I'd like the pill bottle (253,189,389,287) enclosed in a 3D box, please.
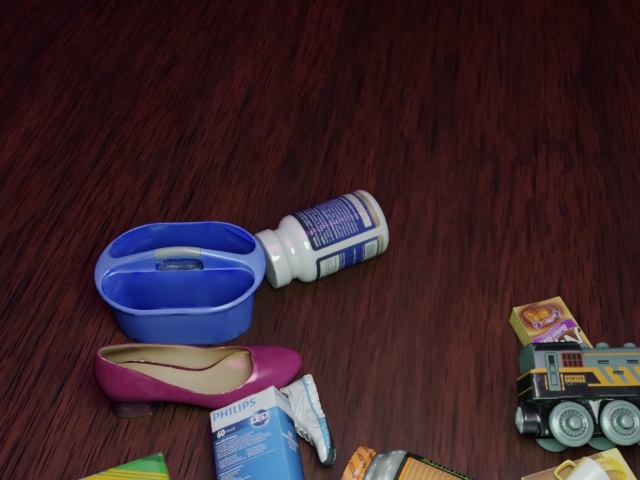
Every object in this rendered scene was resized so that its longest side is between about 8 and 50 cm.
[{"bbox_3d":[0.000,0.000,1.601,0.265,0.153,0.153,-21,51,-19],"label":"pill bottle"}]

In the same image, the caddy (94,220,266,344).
[{"bbox_3d":[-0.280,0.074,1.517,0.342,0.179,0.241,-2,48,-2],"label":"caddy"}]

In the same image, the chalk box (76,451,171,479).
[{"bbox_3d":[-0.351,0.484,1.139,0.289,0.179,0.180,-16,49,-15],"label":"chalk box"}]

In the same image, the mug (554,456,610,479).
[{"bbox_3d":[0.418,0.392,1.195,0.064,0.078,0.062,-34,86,-15],"label":"mug"}]

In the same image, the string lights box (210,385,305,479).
[{"bbox_3d":[-0.102,0.393,1.261,0.134,0.076,0.259,-25,47,12],"label":"string lights box"}]

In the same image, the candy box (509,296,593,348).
[{"bbox_3d":[0.469,0.206,1.480,0.109,0.053,0.186,-13,50,-12],"label":"candy box"}]

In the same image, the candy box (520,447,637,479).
[{"bbox_3d":[0.465,0.508,1.176,0.183,0.087,0.316,-14,49,-10],"label":"candy box"}]

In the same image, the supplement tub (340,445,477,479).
[{"bbox_3d":[0.180,0.452,1.158,0.316,0.193,0.193,20,50,18],"label":"supplement tub"}]

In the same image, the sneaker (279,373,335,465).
[{"bbox_3d":[-0.028,0.336,1.359,0.083,0.071,0.190,-17,41,-7],"label":"sneaker"}]

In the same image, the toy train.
[{"bbox_3d":[0.510,0.274,1.329,0.334,0.142,0.190,-1,70,-1],"label":"toy train"}]

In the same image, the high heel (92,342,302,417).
[{"bbox_3d":[-0.218,0.232,1.369,0.378,0.181,0.127,-14,49,-12],"label":"high heel"}]
